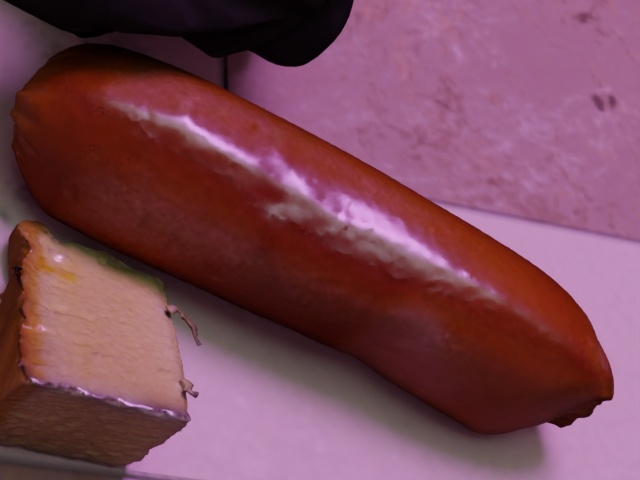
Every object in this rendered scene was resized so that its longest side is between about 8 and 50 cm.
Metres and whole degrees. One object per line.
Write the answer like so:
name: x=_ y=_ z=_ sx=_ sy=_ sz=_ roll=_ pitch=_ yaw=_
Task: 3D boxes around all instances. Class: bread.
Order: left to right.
bread: x=-0.091 y=0.034 z=0.825 sx=0.084 sy=0.080 sz=0.109 roll=18 pitch=58 yaw=-20

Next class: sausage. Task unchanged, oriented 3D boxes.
sausage: x=0.000 y=0.000 z=0.887 sx=0.300 sy=0.089 sz=0.083 roll=27 pitch=47 yaw=-11

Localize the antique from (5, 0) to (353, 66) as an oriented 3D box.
antique: x=-0.090 y=-0.219 z=0.902 sx=0.255 sy=0.185 sz=0.322 roll=18 pitch=49 yaw=-16
